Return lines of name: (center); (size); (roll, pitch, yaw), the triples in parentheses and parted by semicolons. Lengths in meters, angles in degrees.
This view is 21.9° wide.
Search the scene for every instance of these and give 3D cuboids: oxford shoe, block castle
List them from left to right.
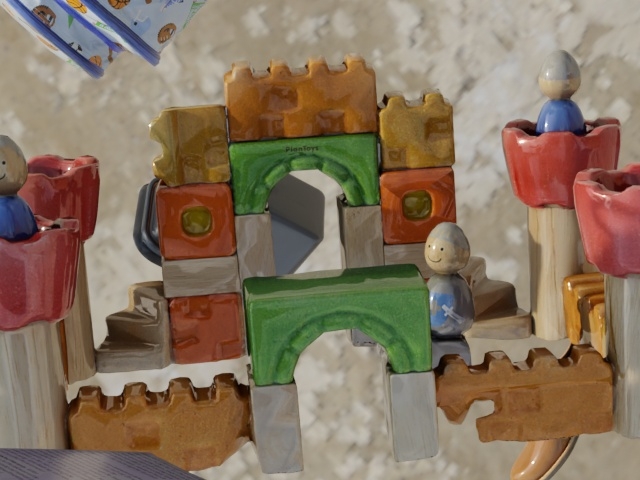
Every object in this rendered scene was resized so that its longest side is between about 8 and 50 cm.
block castle: (0.000, 0.000, 1.062); (0.453, 0.303, 0.213); (-5, 102, -3)
oxford shoe: (0.272, 0.200, 1.947); (0.076, 0.076, 0.212); (25, 99, -18)

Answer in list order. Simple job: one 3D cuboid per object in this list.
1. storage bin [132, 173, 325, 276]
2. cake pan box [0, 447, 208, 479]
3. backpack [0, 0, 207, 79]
storage bin: (-0.063, -0.021, 1.294); (0.135, 0.098, 0.091); (29, 130, -24)
cake pan box: (-0.115, 0.138, 0.662); (0.267, 0.245, 0.070); (11, 95, 54)
backpack: (-0.265, -0.313, 1.893); (0.276, 0.213, 0.263); (31, 180, -41)
